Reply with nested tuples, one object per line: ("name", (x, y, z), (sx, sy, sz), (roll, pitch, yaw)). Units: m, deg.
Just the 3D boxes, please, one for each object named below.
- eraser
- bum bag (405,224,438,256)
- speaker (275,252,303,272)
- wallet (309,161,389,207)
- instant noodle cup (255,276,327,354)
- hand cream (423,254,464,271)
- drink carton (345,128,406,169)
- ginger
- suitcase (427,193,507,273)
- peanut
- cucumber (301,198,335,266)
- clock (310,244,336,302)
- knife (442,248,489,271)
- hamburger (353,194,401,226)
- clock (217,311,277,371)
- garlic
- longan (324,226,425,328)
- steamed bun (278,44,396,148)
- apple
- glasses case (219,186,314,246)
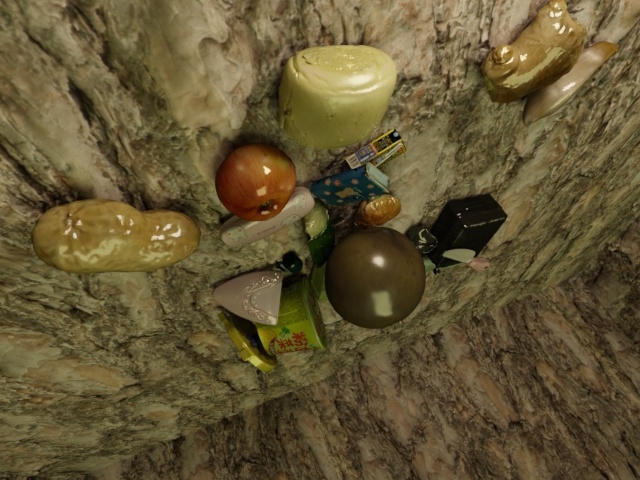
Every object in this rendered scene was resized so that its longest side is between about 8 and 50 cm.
("eraser", (-0.263, 0.203, 1.591), (0.244, 0.204, 0.059), (5, -174, -13))
("bum bag", (0.386, 0.058, 1.879), (0.142, 0.079, 0.326), (19, 138, -4))
("speaker", (-0.116, 0.091, 1.612), (0.095, 0.060, 0.075), (-30, 149, 10))
("wallet", (0.089, -0.156, 1.285), (0.203, 0.059, 0.141), (-13, 157, 36))
("instant noodle cup", (-0.119, 0.317, 1.768), (0.222, 0.311, 0.311), (-16, 151, 5))
("hand cream", (0.532, 0.103, 2.071), (0.306, 0.093, 0.147), (-14, 154, -14))
("drink carton", (0.163, -0.246, 1.281), (0.166, 0.056, 0.071), (-30, 154, 11))
("ginger", (0.524, -0.467, 1.123), (0.222, 0.130, 0.275), (3, 135, -25))
("suitcase", (0.594, -0.026, 1.847), (0.230, 0.152, 0.335), (-13, 148, -20))
("peanut", (-0.480, -0.013, 1.084), (0.388, 0.169, 0.192), (1, 138, -42))
("cucumber", (0.002, 0.002, 1.493), (0.105, 0.145, 0.325), (-15, 154, -3))
("clock", (0.143, 0.114, 1.779), (0.349, 0.117, 0.286), (-13, 149, -19))
("knife", (0.617, 0.077, 1.844), (0.336, 0.043, 0.081), (17, 123, -45))
("hamburger", (0.194, -0.107, 1.494), (0.176, 0.087, 0.102), (-19, 151, -5))
("clock", (-0.269, 0.396, 1.776), (0.071, 0.277, 0.293), (-40, 155, 1))
("garlic", (0.717, -0.464, 1.281), (0.318, 0.112, 0.143), (-35, 172, 5))
("longan", (0.180, 0.112, 1.467), (0.362, 0.360, 0.360), (-18, 150, -11))
("steamed bun", (0.047, -0.304, 0.994), (0.273, 0.166, 0.231), (-11, 146, -22))
("apple", (-0.157, -0.143, 1.106), (0.210, 0.164, 0.209), (-19, 152, -11))
("glasses case", (-0.158, -0.068, 1.313), (0.297, 0.075, 0.113), (-26, 152, 4))
